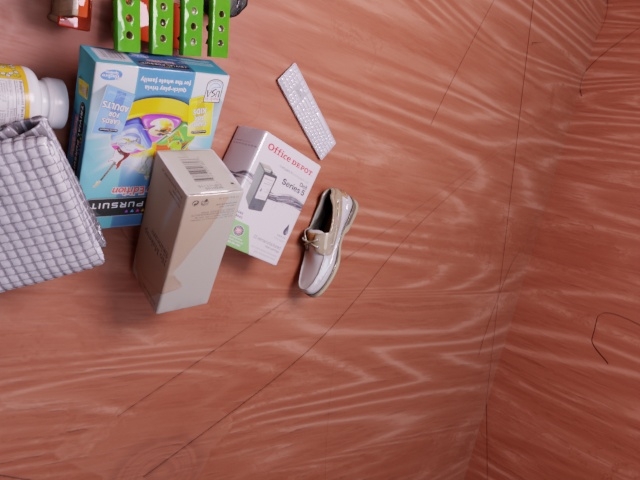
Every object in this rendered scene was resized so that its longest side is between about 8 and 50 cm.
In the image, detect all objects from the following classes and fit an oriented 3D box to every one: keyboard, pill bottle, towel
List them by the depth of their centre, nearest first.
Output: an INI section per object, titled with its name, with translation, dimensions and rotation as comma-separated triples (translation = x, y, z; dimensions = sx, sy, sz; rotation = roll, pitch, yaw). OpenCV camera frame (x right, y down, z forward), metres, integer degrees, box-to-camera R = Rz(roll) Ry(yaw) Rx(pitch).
[pill bottle]
translation = -0.536, -0.233, 0.933
dimensions = 0.209, 0.118, 0.117
rotation = -5, 109, -42
[towel]
translation = -0.516, -0.056, 0.943
dimensions = 0.235, 0.121, 0.283
rotation = -14, 130, -7
[keyboard]
translation = -0.031, -0.324, 1.447
dimensions = 0.072, 0.014, 0.256
rotation = -48, 132, -19

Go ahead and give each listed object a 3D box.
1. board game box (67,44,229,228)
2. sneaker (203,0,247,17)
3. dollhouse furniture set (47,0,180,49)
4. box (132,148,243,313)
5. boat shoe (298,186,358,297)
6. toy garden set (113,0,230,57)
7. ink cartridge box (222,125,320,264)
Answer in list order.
[board game box]
translation = -0.338, -0.183, 1.084
dimensions = 0.254, 0.079, 0.336
rotation = -8, 132, -41
[sneaker]
translation = -0.207, -0.566, 1.151
dimensions = 0.130, 0.087, 0.227
rotation = -35, 110, -61
[dollhouse furniture set]
translation = -0.343, -0.412, 1.036
dimensions = 0.259, 0.135, 0.261
rotation = -3, 107, -43
[box]
translation = -0.273, -0.015, 1.133
dimensions = 0.121, 0.148, 0.311
rotation = -10, 136, -39
[boat shoe]
translation = 0.000, 0.000, 1.536
dimensions = 0.103, 0.113, 0.302
rotation = 32, 72, -43
[toy garden set]
translation = -0.268, -0.438, 1.013
dimensions = 0.244, 0.049, 0.203
rotation = -17, 119, -50
[ink cartridge box]
translation = -0.148, -0.105, 1.345
dimensions = 0.198, 0.115, 0.272
rotation = 27, 86, -45
